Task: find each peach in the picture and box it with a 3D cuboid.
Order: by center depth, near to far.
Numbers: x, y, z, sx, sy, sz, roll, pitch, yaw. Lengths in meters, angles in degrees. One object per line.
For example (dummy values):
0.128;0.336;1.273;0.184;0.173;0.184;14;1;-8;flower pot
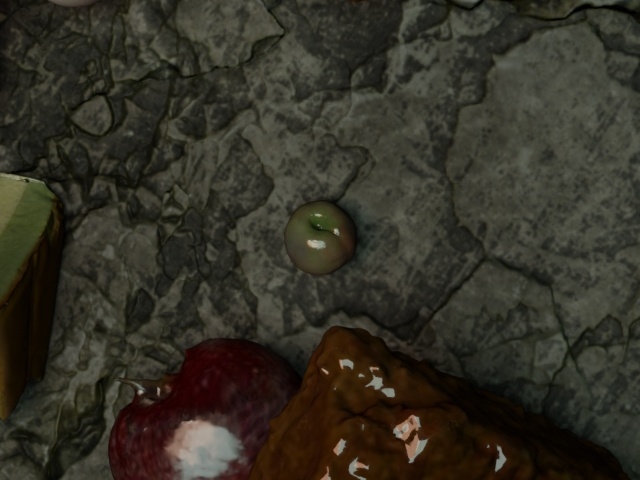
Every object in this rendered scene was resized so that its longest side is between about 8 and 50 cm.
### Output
0.000;-0.002;1.824;0.083;0.083;0.083;0;92;11;peach

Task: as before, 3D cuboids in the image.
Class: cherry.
-0.094;0.235;1.793;0.230;0.203;0.300;-40;103;-1;cherry

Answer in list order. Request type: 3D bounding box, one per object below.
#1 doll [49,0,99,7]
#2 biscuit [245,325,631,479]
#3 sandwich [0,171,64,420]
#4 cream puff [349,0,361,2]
-0.317;-0.319;1.821;0.221;0.221;0.251;36;65;7;doll
0.103;0.308;1.688;0.395;0.166;0.343;24;103;-28;biscuit
-0.381;0.069;1.890;0.155;0.227;0.198;11;130;8;sandwich
-0.018;-0.332;1.777;0.169;0.183;0.183;-6;91;23;cream puff
